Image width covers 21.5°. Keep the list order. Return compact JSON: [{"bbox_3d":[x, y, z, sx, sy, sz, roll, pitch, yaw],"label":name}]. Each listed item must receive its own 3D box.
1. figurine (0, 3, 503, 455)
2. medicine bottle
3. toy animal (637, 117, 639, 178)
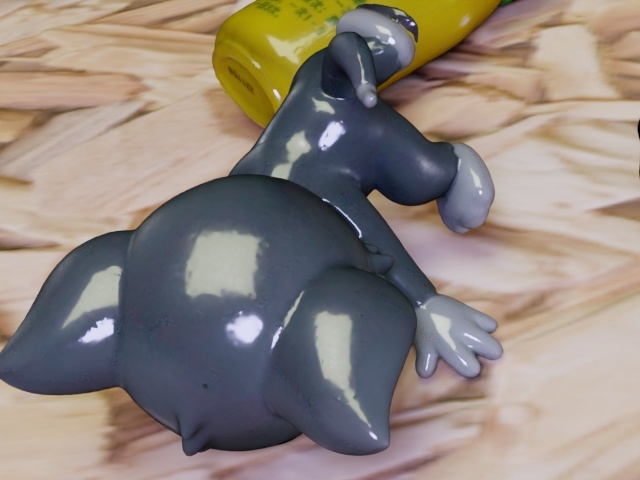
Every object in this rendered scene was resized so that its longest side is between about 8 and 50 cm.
[{"bbox_3d":[0.001,-0.005,0.795,0.193,0.140,0.265,20,72,21],"label":"figurine"},{"bbox_3d":[0.078,-0.166,1.027,0.309,0.076,0.111,-32,42,-17],"label":"medicine bottle"},{"bbox_3d":[0.334,-0.066,0.698,0.357,0.194,0.258,-5,9,-6],"label":"toy animal"}]
